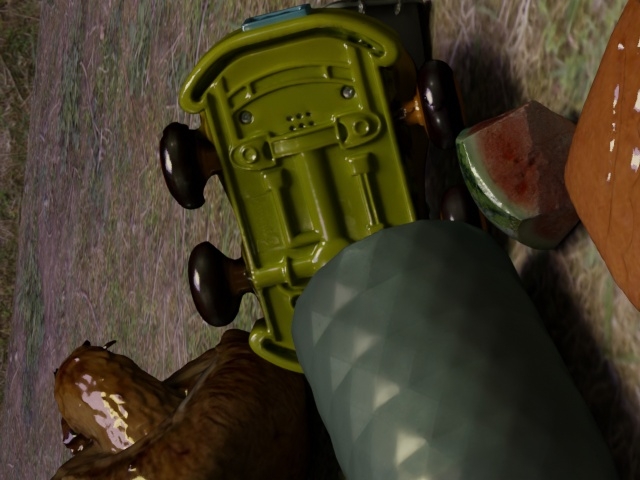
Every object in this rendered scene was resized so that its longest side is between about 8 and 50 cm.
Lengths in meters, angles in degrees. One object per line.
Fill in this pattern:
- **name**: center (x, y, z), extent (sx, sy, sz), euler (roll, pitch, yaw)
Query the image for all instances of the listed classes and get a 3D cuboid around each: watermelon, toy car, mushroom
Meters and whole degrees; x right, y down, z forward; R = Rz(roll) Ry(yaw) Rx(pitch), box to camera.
- **watermelon**: center (0.124, -0.036, 0.818), extent (0.092, 0.072, 0.084), euler (14, -119, -72)
- **toy car**: center (0.005, -0.039, 0.934), extent (0.142, 0.200, 0.247), euler (-78, -22, -74)
- **mushroom**: center (-0.128, 0.183, 1.196), extent (0.283, 0.263, 0.195), euler (32, 159, 53)

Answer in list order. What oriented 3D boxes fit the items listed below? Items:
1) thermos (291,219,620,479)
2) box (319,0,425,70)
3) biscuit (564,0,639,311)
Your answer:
- **thermos**: center (0.089, 0.139, 0.774), extent (0.182, 0.145, 0.286), euler (73, 177, -48)
- **box**: center (0.027, -0.129, 1.028), extent (0.122, 0.084, 0.069), euler (146, 115, -66)
- **biscuit**: center (0.193, -0.052, 0.635), extent (0.306, 0.043, 0.283), euler (159, 111, -68)
